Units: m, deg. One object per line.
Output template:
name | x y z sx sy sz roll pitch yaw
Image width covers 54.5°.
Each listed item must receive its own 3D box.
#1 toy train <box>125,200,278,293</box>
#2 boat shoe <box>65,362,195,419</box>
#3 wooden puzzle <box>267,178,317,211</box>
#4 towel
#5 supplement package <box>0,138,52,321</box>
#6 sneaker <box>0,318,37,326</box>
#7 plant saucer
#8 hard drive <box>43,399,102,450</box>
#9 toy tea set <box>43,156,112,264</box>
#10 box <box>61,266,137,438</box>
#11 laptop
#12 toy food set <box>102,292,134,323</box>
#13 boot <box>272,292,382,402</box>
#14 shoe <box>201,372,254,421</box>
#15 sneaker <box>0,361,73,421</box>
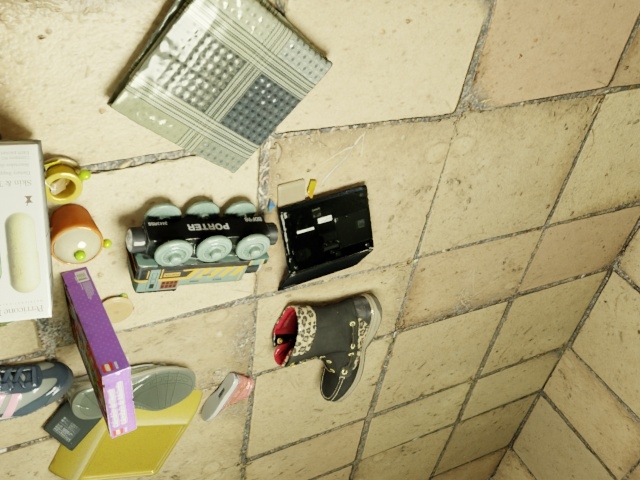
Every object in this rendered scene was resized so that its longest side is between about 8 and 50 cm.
toy train | -0.257 0.018 1.332 0.333 0.142 0.190 -4 143 -33
boat shoe | -0.468 0.363 1.554 0.320 0.103 0.118 -4 112 -38
wooden puzzle | -0.066 -0.104 1.423 0.116 0.014 0.079 -11 130 -25
towel | -0.178 -0.299 1.145 0.312 0.056 0.324 -45 140 16
supplement package | -0.532 -0.021 0.969 0.199 0.198 0.263 -5 102 -22
sneaker | -0.646 0.139 1.233 0.192 0.064 0.086 -5 126 -34
plant saucer | -0.519 0.547 1.697 0.332 0.081 0.333 12 122 -39
hard drive | -0.612 0.448 1.544 0.094 0.022 0.135 42 104 -6
toy tea set | -0.551 -0.004 1.114 0.335 0.124 0.200 -23 138 -13
box | -0.452 0.224 1.267 0.057 0.293 0.201 -16 136 -27
laptop | 0.000 0.000 1.552 0.234 0.136 0.265 -18 114 -19
toy food set | -0.463 0.157 1.405 0.082 0.020 0.083 -14 135 -22
boot | -0.003 0.317 1.769 0.284 0.138 0.378 0 125 -35
shoe | -0.265 0.457 1.787 0.081 0.063 0.178 25 109 -39
sneaker | -0.703 0.317 1.333 0.318 0.112 0.131 -16 139 -22
